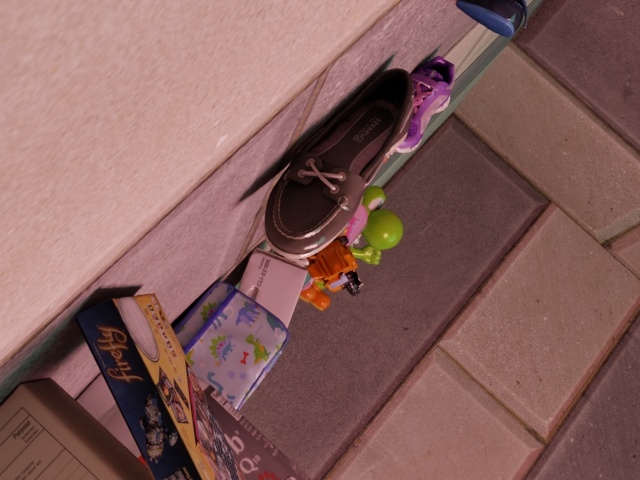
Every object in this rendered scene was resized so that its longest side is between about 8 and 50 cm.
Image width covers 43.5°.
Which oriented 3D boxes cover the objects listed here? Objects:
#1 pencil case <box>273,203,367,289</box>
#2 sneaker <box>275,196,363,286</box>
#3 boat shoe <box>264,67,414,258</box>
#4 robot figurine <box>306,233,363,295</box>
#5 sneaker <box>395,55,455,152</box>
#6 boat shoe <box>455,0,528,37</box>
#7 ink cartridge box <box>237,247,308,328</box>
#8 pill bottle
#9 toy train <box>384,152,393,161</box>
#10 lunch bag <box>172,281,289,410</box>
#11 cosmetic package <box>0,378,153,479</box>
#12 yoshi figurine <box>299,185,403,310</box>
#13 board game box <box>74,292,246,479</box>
[{"bbox_3d":[0.000,0.000,1.934,0.284,0.124,0.124,-46,177,-41],"label":"pencil case"},{"bbox_3d":[-0.022,-0.006,1.711,0.302,0.108,0.121,-56,174,12],"label":"sneaker"},{"bbox_3d":[0.029,-0.115,1.055,0.335,0.112,0.095,-52,163,-38],"label":"boat shoe"},{"bbox_3d":[0.002,0.004,1.412,0.085,0.211,0.291,-26,172,0],"label":"robot figurine"},{"bbox_3d":[0.174,-0.253,1.438,0.236,0.095,0.104,-51,173,-37],"label":"sneaker"},{"bbox_3d":[0.246,-0.356,1.152,0.089,0.109,0.258,-56,-169,18],"label":"boat shoe"},{"bbox_3d":[-0.120,0.147,1.578,0.273,0.114,0.196,118,-8,-75],"label":"ink cartridge box"},{"bbox_3d":[-0.188,0.332,1.171,0.210,0.363,0.210,-47,178,-3],"label":"pill bottle"},{"bbox_3d":[0.127,-0.191,1.937,0.125,0.046,0.166,-48,180,-15],"label":"toy train"},{"bbox_3d":[-0.174,0.190,1.352,0.219,0.176,0.090,-50,179,-31],"label":"lunch bag"},{"bbox_3d":[-0.223,0.299,0.791,0.160,0.309,0.113,-46,176,-6],"label":"cosmetic package"},{"bbox_3d":[0.085,0.027,2.146,0.362,0.203,0.203,-52,-159,-1],"label":"yoshi figurine"},{"bbox_3d":[-0.150,0.171,0.804,0.042,0.243,0.165,-27,177,1],"label":"board game box"}]
